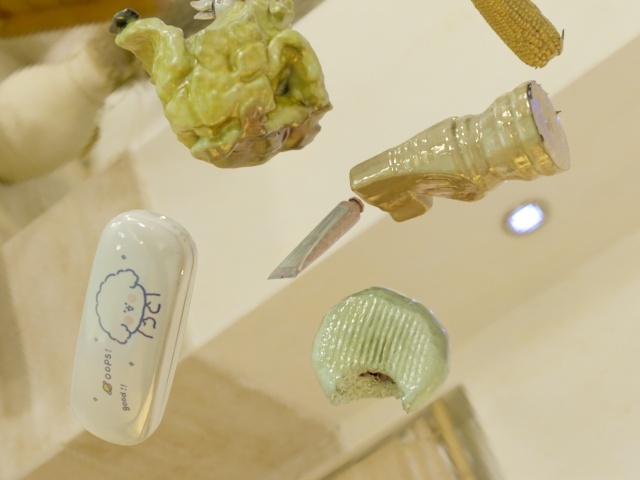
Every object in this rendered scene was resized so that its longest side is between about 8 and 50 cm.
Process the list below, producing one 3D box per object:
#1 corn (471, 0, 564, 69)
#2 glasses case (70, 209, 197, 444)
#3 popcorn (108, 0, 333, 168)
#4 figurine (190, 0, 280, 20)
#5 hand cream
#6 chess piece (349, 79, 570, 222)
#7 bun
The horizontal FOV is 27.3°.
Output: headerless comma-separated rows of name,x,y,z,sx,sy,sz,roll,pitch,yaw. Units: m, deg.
corn,0.353,-0.422,2.446,0.260,0.091,0.091,43,-14,-27
glasses case,-0.145,0.069,1.016,0.076,0.197,0.049,21,24,12
popcorn,-0.124,-0.237,1.956,0.293,0.293,0.237,26,40,-57
figurine,-0.139,-0.393,2.212,0.098,0.146,0.081,-131,-153,-69
hand cream,0.000,0.000,2.080,0.210,0.067,0.043,-44,117,-35
chess piece,0.191,-0.112,1.856,0.137,0.301,0.137,44,35,-44
bun,0.093,0.179,2.004,0.212,0.204,0.126,36,-6,19
